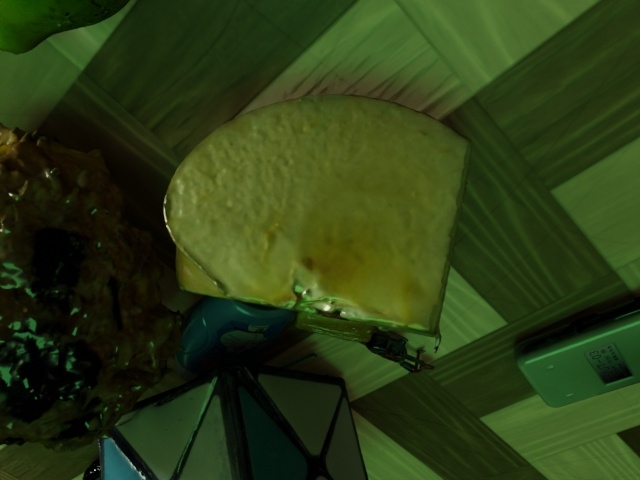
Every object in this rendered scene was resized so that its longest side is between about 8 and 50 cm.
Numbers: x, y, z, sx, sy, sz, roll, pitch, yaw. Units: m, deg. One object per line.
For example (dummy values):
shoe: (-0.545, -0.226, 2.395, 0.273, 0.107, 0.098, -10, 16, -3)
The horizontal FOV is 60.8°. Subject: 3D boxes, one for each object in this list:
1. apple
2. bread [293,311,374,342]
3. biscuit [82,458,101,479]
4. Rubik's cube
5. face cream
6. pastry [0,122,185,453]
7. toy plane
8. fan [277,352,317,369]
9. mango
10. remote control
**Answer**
apple: (0.000, 0.000, 0.628, 0.309, 0.252, 0.314, 12, 127, 15)
bread: (0.023, 0.110, 0.823, 0.132, 0.053, 0.074, 10, 131, 0)
biscuit: (-0.427, 0.542, 1.205, 0.194, 0.053, 0.195, 4, 126, 6)
Rubik's cube: (-0.118, 0.379, 0.823, 0.307, 0.305, 0.310, -26, 150, 25)
face cream: (-0.146, 0.149, 0.844, 0.149, 0.083, 0.264, 9, 138, -30)
pastry: (-0.357, 0.084, 0.666, 0.292, 0.337, 0.405, 17, 133, 41)
toy plane: (0.120, 0.178, 0.865, 0.145, 0.037, 0.060, 25, 151, -15)
fan: (-0.103, 0.231, 0.913, 0.226, 0.008, 0.152, -28, 152, 21)
mango: (-0.261, -0.271, 0.548, 0.233, 0.111, 0.125, -34, 111, 29)
remote control: (0.442, 0.149, 0.789, 0.296, 0.056, 0.140, -30, 119, 25)
